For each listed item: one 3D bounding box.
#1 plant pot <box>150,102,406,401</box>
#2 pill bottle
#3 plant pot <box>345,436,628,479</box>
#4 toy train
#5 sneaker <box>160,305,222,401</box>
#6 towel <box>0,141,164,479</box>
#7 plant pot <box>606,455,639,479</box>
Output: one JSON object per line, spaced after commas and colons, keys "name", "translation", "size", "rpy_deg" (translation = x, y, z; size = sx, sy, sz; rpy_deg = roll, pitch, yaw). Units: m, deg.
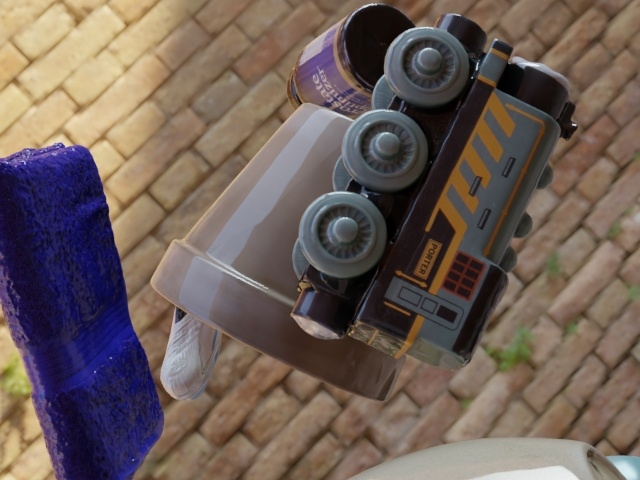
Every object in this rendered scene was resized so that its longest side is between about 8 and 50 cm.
{"name": "plant pot", "translation": [0.000, 0.000, 1.460], "size": [0.280, 0.323, 0.323], "rpy_deg": [-63, 6, -1]}
{"name": "pill bottle", "translation": [0.038, -0.228, 1.620], "size": [0.123, 0.123, 0.219], "rpy_deg": [-46, 11, -24]}
{"name": "plant pot", "translation": [0.144, 0.246, 0.836], "size": [0.191, 0.284, 0.284], "rpy_deg": [-39, 6, 15]}
{"name": "toy train", "translation": [0.103, -0.042, 1.100], "size": [0.334, 0.190, 0.142], "rpy_deg": [-63, -1, -15]}
{"name": "sneaker", "translation": [-0.192, 0.140, 1.926], "size": [0.086, 0.085, 0.237], "rpy_deg": [58, -132, -69]}
{"name": "towel", "translation": [-0.220, 0.064, 1.102], "size": [0.076, 0.308, 0.227], "rpy_deg": [-15, 10, 4]}
{"name": "plant pot", "translation": [0.518, 0.508, 2.061], "size": [0.293, 0.293, 0.235], "rpy_deg": [-38, 37, 47]}
